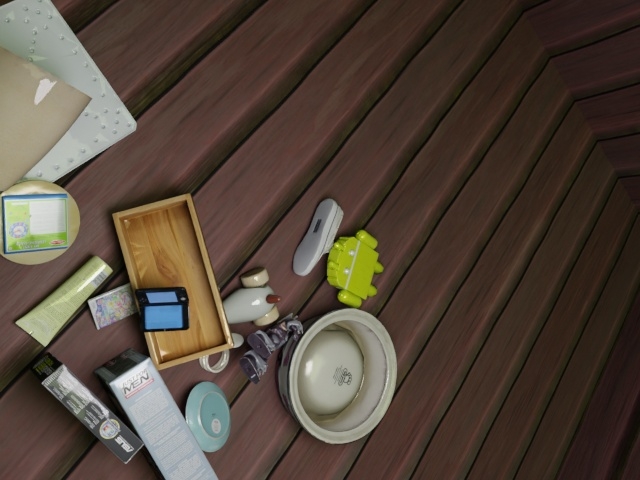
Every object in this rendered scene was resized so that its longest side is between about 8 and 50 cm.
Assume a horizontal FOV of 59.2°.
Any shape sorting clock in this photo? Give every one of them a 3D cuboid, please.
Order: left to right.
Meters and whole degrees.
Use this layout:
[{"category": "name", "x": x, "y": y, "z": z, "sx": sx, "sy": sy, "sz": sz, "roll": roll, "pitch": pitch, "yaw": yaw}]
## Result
[{"category": "shape sorting clock", "x": -0.680, "y": -0.042, "z": 1.340, "sx": 0.206, "sy": 0.040, "sz": 0.206, "roll": -14, "pitch": 111, "yaw": -41}]

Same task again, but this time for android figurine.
[{"category": "android figurine", "x": 0.112, "y": 0.088, "z": 1.833, "sx": 0.272, "sy": 0.056, "sz": 0.248, "roll": 34, "pitch": 68, "yaw": -47}]

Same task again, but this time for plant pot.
[{"category": "plant pot", "x": -0.680, "y": -0.256, "z": 1.214, "sx": 0.256, "sy": 0.256, "sz": 0.274, "roll": 29, "pitch": 89, "yaw": -29}]

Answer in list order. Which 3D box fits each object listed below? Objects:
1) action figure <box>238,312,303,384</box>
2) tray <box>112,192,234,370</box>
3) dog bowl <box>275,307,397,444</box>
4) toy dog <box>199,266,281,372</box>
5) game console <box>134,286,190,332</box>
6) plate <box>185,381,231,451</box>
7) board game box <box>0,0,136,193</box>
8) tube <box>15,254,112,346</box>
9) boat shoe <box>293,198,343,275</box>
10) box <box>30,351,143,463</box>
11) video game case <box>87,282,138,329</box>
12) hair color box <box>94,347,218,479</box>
[{"category": "action figure", "x": -0.141, "y": 0.296, "z": 1.584, "sx": 0.099, "sy": 0.285, "sz": 0.185, "roll": 40, "pitch": 102, "yaw": 7}, {"category": "tray", "x": -0.377, "y": 0.105, "z": 1.458, "sx": 0.202, "sy": 0.076, "sz": 0.411, "roll": -16, "pitch": 86, "yaw": -7}, {"category": "dog bowl", "x": 0.039, "y": 0.410, "z": 1.755, "sx": 0.407, "sy": 0.150, "sz": 0.409, "roll": 2, "pitch": 86, "yaw": -34}, {"category": "toy dog", "x": -0.236, "y": 0.207, "z": 1.575, "sx": 0.334, "sy": 0.161, "sz": 0.220, "roll": -47, "pitch": 112, "yaw": -26}, {"category": "game console", "x": -0.387, "y": 0.169, "z": 1.381, "sx": 0.122, "sy": 0.107, "sz": 0.071, "roll": -2, "pitch": 57, "yaw": -6}, {"category": "plate", "x": -0.298, "y": 0.481, "z": 1.545, "sx": 0.188, "sy": 0.024, "sz": 0.188, "roll": 45, "pitch": 35, "yaw": -44}, {"category": "board game box", "x": -0.715, "y": -0.337, "z": 1.351, "sx": 0.390, "sy": 0.050, "sz": 0.390, "roll": -42, "pitch": 110, "yaw": -28}, {"category": "tube", "x": -0.623, "y": 0.140, "z": 1.389, "sx": 0.070, "sy": 0.062, "sz": 0.240, "roll": 36, "pitch": 69, "yaw": 10}, {"category": "boat shoe", "x": 0.000, "y": 0.000, "z": 1.786, "sx": 0.088, "sy": 0.096, "sz": 0.268, "roll": 38, "pitch": 63, "yaw": -39}, {"category": "box", "x": -0.553, "y": 0.388, "z": 1.325, "sx": 0.060, "sy": 0.216, "sz": 0.270, "roll": -46, "pitch": 112, "yaw": -26}, {"category": "video game case", "x": -0.529, "y": 0.168, "z": 1.454, "sx": 0.122, "sy": 0.011, "sz": 0.087, "roll": -25, "pitch": 123, "yaw": -32}, {"category": "hair color box", "x": -0.417, "y": 0.469, "z": 1.428, "sx": 0.113, "sy": 0.185, "sz": 0.375, "roll": -31, "pitch": 105, "yaw": -30}]
